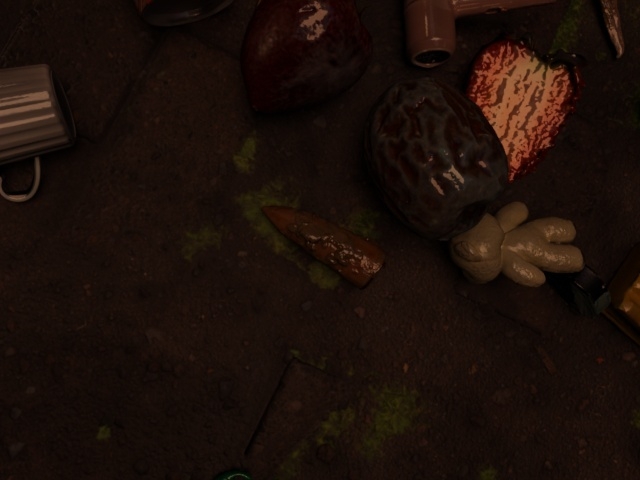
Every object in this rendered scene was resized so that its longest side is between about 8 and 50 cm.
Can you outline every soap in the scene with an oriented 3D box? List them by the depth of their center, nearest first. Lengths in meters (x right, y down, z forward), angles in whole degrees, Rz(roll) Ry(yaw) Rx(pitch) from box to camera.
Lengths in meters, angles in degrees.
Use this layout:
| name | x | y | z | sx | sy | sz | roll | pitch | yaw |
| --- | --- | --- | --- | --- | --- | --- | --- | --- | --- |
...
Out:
| name | x | y | z | sx | sy | sz | roll | pitch | yaw |
| --- | --- | --- | --- | --- | --- | --- | --- | --- | --- |
| soap | 0.773 | 0.169 | 1.147 | 0.324 | 0.096 | 0.204 | 40 | 80 | -4 |

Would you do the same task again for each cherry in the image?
| name | x | y | z | sx | sy | sz | roll | pitch | yaw |
| --- | --- | --- | --- | --- | --- | --- | --- | --- | --- |
| cherry | -0.030 | -0.359 | 0.994 | 0.300 | 0.230 | 0.203 | -42 | 68 | 7 |

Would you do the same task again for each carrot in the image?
| name | x | y | z | sx | sy | sz | roll | pitch | yaw |
| --- | --- | --- | --- | --- | --- | --- | --- | --- | --- |
| carrot | 0.000 | 0.000 | 1.044 | 0.263 | 0.102 | 0.102 | 30 | 81 | 1 |

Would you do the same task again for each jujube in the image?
| name | x | y | z | sx | sy | sz | roll | pitch | yaw |
| --- | --- | --- | --- | --- | --- | --- | --- | --- | --- |
| jujube | 0.206 | -0.165 | 0.995 | 0.247 | 0.215 | 0.308 | -25 | 64 | -10 |

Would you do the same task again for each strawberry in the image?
| name | x | y | z | sx | sy | sz | roll | pitch | yaw |
| --- | --- | --- | --- | --- | --- | --- | --- | --- | --- |
| strawberry | 0.390 | -0.263 | 1.117 | 0.233 | 0.138 | 0.306 | 29 | 100 | 15 |

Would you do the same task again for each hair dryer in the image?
| name | x | y | z | sx | sy | sz | roll | pitch | yaw |
| --- | --- | --- | --- | --- | --- | --- | --- | --- | --- |
| hair dryer | 0.340 | -0.470 | 1.071 | 0.344 | 0.107 | 0.189 | -4 | 83 | 14 |

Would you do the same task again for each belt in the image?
| name | x | y | z | sx | sy | sz | roll | pitch | yaw |
| --- | --- | --- | --- | --- | --- | --- | --- | --- | --- |
| belt | 0.542 | 0.098 | 1.111 | 0.058 | 0.105 | 0.140 | -40 | 102 | -11 |

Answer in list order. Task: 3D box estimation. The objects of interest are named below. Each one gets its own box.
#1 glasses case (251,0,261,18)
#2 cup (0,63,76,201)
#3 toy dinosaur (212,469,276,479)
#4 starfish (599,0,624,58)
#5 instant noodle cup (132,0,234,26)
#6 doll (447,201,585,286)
| name | x | y | z | sx | sy | sz | roll | pitch | yaw |
| --- | --- | --- | --- | --- | --- | --- | --- | --- | --- |
| glasses case | -0.093 | -0.494 | 1.085 | 0.065 | 0.041 | 0.169 | 19 | 82 | -22 |
| cup | -0.551 | -0.198 | 0.947 | 0.202 | 0.221 | 0.167 | -16 | 54 | -13 |
| toy dinosaur | -0.141 | 0.476 | 0.994 | 0.132 | 0.059 | 0.096 | -11 | 82 | -2 |
| starfish | 0.672 | -0.657 | 1.184 | 0.384 | 0.132 | 0.398 | 48 | 67 | -10 |
| instant noodle cup | -0.266 | -0.522 | 0.965 | 0.250 | 0.250 | 0.192 | -21 | 97 | -10 |
| doll | 0.388 | 0.018 | 1.079 | 0.278 | 0.175 | 0.149 | 2 | 118 | -3 |
